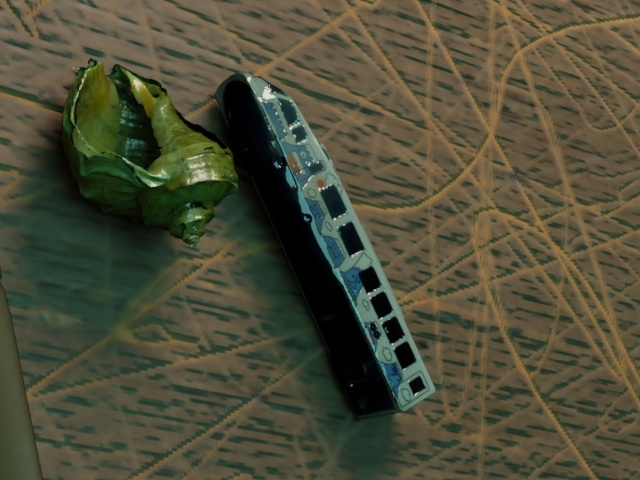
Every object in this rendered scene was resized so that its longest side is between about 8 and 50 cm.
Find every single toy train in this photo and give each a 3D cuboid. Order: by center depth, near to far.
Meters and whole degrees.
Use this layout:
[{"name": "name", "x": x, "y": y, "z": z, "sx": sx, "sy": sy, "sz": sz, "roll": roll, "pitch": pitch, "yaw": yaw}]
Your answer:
[{"name": "toy train", "x": 0.000, "y": 0.000, "z": 0.747, "sx": 0.047, "sy": 0.043, "sz": 0.207, "roll": -27, "pitch": 93, "yaw": -35}]

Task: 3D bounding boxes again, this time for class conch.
[{"name": "conch", "x": -0.091, "y": -0.047, "z": 0.683, "sx": 0.089, "sy": 0.074, "sz": 0.121, "roll": 17, "pitch": 42, "yaw": -63}]

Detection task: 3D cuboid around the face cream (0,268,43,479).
[{"name": "face cream", "x": -0.172, "y": 0.137, "z": 0.597, "sx": 0.137, "sy": 0.084, "sz": 0.341, "roll": -6, "pitch": 89, "yaw": -33}]
